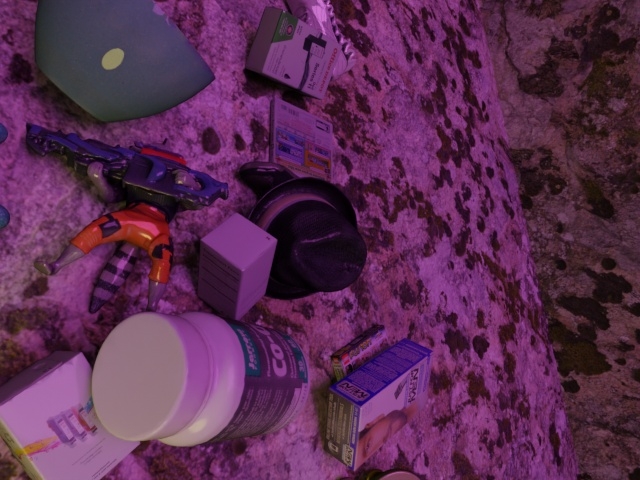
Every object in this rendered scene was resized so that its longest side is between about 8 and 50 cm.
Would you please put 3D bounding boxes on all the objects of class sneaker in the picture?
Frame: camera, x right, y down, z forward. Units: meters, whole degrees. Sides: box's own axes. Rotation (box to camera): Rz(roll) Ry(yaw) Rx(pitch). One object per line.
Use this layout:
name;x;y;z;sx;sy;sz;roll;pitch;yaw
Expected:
sneaker;-0.013;-0.579;1.288;0.292;0.110;0.118;53;58;-24
sneaker;-0.096;-0.099;1.104;0.227;0.087;0.131;27;57;-45

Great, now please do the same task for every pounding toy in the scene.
pounding toy;0.145;0.659;1.198;0.236;0.110;0.183;-2;94;-17

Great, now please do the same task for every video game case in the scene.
video game case;-0.046;-0.251;1.235;0.212;0.023;0.194;12;73;-45

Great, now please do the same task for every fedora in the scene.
fedora;-0.008;0.019;1.049;0.333;0.152;0.335;-17;119;-34

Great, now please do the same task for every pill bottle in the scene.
pill bottle;-0.177;0.232;0.788;0.361;0.204;0.205;35;55;-61

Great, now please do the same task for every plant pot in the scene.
plant pot;-0.352;-0.317;0.788;0.195;0.290;0.290;-46;120;-1

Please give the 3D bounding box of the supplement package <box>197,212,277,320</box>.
supplement package;-0.167;0.056;0.918;0.105;0.179;0.105;34;47;14

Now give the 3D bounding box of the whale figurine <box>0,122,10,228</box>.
whale figurine;-0.524;-0.080;0.622;0.216;0.141;0.272;34;58;-35

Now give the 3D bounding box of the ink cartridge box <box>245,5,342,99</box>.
ink cartridge box;-0.063;-0.463;1.174;0.208;0.086;0.153;8;108;-45

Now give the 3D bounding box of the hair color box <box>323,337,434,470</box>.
hair color box;0.158;0.405;1.200;0.338;0.110;0.186;-17;117;-45

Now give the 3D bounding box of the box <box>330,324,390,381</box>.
box;0.119;0.321;1.269;0.206;0.036;0.114;-21;97;-46

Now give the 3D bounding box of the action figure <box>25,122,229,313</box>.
action figure;-0.358;-0.057;0.821;0.340;0.178;0.331;22;55;-11

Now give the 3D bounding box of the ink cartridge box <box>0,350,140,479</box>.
ink cartridge box;-0.388;0.271;0.695;0.127;0.128;0.176;-37;107;-43
